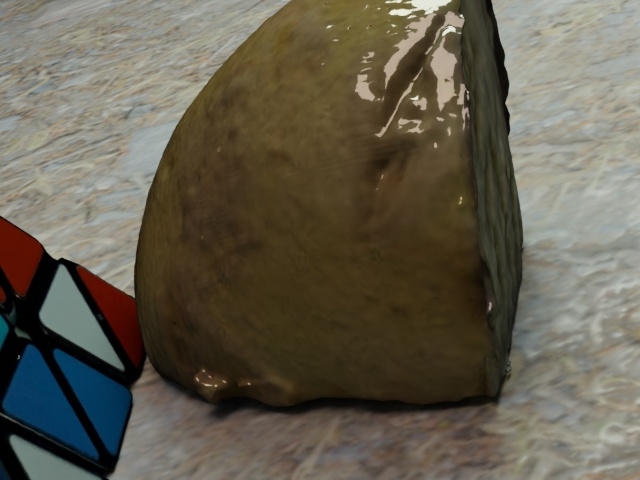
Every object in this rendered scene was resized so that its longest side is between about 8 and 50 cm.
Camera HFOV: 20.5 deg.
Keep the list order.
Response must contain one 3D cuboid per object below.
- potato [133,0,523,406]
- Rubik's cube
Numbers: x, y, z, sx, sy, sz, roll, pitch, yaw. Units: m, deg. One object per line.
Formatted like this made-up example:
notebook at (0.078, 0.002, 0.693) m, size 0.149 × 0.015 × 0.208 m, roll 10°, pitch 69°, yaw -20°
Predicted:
potato at (-0.023, -0.027, 0.961) m, size 0.264 × 0.189 × 0.211 m, roll -11°, pitch 24°, yaw 21°
Rubik's cube at (-0.185, 0.036, 1.010) m, size 0.284 × 0.250 × 0.234 m, roll -8°, pitch 6°, yaw 39°
